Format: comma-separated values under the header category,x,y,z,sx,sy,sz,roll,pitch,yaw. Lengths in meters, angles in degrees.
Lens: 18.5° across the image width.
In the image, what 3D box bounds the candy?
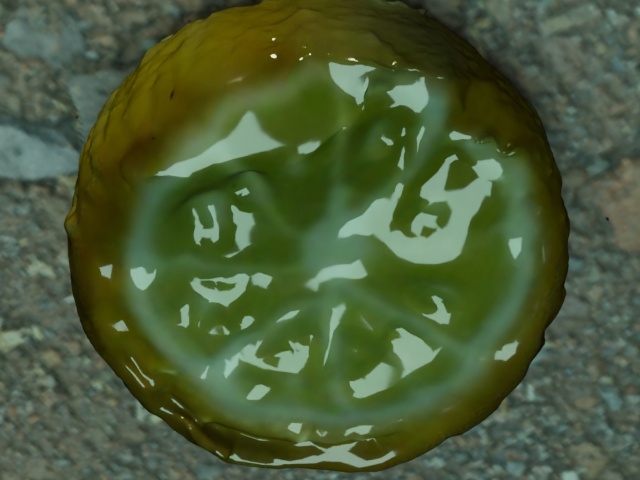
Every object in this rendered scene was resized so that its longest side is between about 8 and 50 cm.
category,x,y,z,sx,sy,sz,roll,pitch,yaw
candy,0.000,0.000,0.997,0.260,0.118,0.260,0,121,0
